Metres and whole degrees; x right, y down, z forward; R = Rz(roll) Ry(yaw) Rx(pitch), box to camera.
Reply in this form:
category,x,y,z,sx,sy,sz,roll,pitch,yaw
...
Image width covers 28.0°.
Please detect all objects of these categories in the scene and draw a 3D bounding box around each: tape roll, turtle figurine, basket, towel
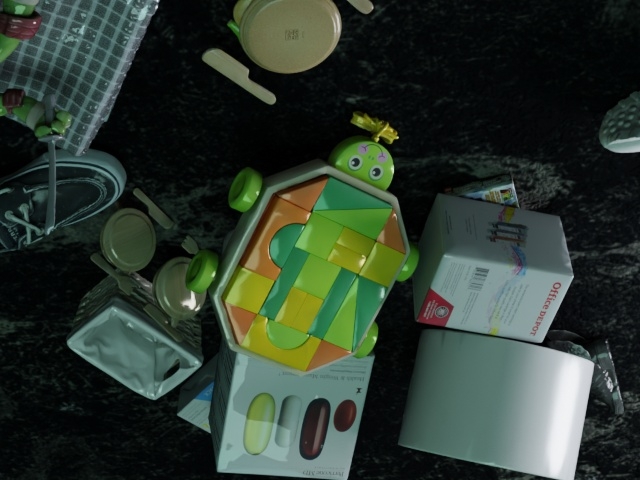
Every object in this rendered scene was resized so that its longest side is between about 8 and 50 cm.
category,x,y,z,sx,sy,sz,roll,pitch,yaw
tape roll,0.245,0.227,1.785,0.246,0.169,0.246,12,173,2
turtle figurine,-0.349,-0.154,1.358,0.198,0.274,0.266,13,125,-19
basket,-0.259,0.128,1.827,0.113,0.103,0.167,-37,121,27
towel,-0.324,-0.251,1.494,0.235,0.121,0.283,21,128,-15

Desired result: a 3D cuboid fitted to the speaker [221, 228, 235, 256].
category,x,y,z,sx,sy,sz,roll,pitch,yaw
speaker,-0.109,0.047,1.733,0.055,0.136,0.055,1,130,1

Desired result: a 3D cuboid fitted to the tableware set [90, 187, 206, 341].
category,x,y,z,sx,sy,sz,roll,pitch,yaw
tableware set,-0.231,0.032,1.749,0.039,0.128,0.194,-4,138,45

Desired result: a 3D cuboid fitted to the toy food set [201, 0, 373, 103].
category,x,y,z,sx,sy,sz,roll,pitch,yaw
toy food set,-0.040,-0.260,1.543,0.192,0.038,0.132,-40,127,23

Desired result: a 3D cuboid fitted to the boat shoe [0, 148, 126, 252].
category,x,y,z,sx,sy,sz,roll,pitch,yaw
boat shoe,-0.399,-0.035,1.689,0.301,0.102,0.108,-12,129,11

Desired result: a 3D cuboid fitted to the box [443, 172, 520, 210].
category,x,y,z,sx,sy,sz,roll,pitch,yaw
box,0.227,-0.023,1.740,0.094,0.027,0.137,-13,129,10

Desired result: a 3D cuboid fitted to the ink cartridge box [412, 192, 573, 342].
category,x,y,z,sx,sy,sz,roll,pitch,yaw
ink cartridge box,0.223,0.037,1.688,0.176,0.127,0.128,11,130,-9

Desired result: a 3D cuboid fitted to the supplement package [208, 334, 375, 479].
category,x,y,z,sx,sy,sz,roll,pitch,yaw
supplement package,-0.046,0.210,1.818,0.194,0.149,0.203,5,113,-12

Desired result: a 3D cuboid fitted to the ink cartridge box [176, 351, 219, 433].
category,x,y,z,sx,sy,sz,roll,pitch,yaw
ink cartridge box,-0.114,0.258,1.961,0.181,0.061,0.104,32,123,-23

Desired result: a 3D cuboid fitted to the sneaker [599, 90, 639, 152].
category,x,y,z,sx,sy,sz,roll,pitch,yaw
sneaker,0.465,-0.151,1.595,0.235,0.090,0.095,-19,137,18

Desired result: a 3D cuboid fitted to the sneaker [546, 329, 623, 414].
category,x,y,z,sx,sy,sz,roll,pitch,yaw
sneaker,0.394,0.198,1.914,0.089,0.051,0.170,-13,124,12

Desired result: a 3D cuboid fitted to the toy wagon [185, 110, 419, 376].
category,x,y,z,sx,sy,sz,roll,pitch,yaw
toy wagon,0.000,0.000,1.639,0.267,0.068,0.344,24,100,-25
